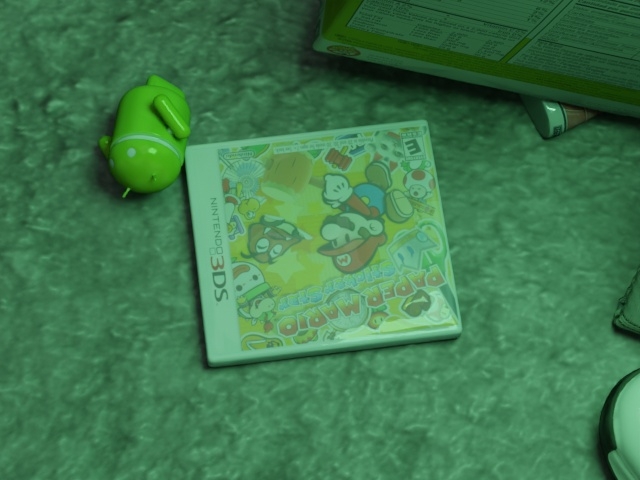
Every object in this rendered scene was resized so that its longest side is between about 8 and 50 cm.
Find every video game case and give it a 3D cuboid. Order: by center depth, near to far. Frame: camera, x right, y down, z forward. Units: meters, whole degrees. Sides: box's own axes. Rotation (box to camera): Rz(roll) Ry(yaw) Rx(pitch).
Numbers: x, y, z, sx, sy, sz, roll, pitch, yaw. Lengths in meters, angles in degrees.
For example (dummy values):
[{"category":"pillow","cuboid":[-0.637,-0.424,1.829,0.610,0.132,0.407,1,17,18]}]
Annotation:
[{"category":"video game case","cuboid":[0.000,0.000,1.423,0.226,0.026,0.206,-7,71,-4]}]

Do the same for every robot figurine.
[{"category":"robot figurine","cuboid":[-0.153,-0.092,1.420,0.067,0.101,0.115,32,48,-32]}]

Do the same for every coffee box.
[{"category":"coffee box","cuboid":[0.211,-0.321,1.290,0.338,0.334,0.338,11,78,-9]}]

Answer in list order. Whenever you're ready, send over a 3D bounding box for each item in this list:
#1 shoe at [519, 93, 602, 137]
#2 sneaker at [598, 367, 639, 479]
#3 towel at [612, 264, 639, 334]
[{"category":"shoe","cuboid":[0.210,-0.187,1.478,0.081,0.063,0.178,-23,78,-11]},{"category":"sneaker","cuboid":[0.442,0.210,1.242,0.447,0.257,0.169,31,73,9]},{"category":"towel","cuboid":[0.424,0.015,1.280,0.312,0.324,0.056,14,52,2]}]
